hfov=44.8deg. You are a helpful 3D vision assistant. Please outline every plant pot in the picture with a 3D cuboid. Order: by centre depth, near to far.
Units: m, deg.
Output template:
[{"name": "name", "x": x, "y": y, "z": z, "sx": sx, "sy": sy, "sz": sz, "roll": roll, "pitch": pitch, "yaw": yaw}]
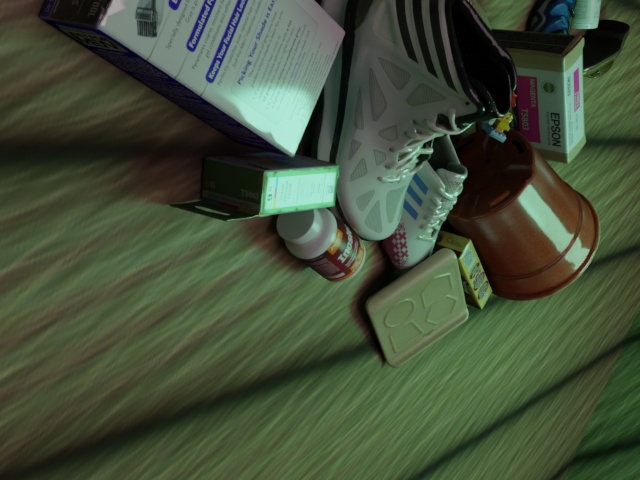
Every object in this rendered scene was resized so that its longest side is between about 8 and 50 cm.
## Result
[{"name": "plant pot", "x": 0.361, "y": -0.063, "z": 1.498, "sx": 0.265, "sy": 0.272, "sz": 0.272, "roll": 41, "pitch": 70, "yaw": -42}]

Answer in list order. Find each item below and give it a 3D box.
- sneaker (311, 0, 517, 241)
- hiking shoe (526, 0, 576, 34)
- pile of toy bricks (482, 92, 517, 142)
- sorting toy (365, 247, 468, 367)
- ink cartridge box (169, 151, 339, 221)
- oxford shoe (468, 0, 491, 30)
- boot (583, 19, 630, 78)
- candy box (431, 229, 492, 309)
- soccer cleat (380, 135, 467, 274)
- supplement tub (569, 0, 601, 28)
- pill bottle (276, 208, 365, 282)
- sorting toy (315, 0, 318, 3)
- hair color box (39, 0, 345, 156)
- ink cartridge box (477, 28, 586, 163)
[{"name": "sneaker", "x": 0.131, "y": -0.151, "z": 1.107, "sx": 0.169, "sy": 0.258, "sz": 0.447, "roll": -38, "pitch": 138, "yaw": -35}, {"name": "hiking shoe", "x": 0.492, "y": -0.386, "z": 1.625, "sx": 0.113, "sy": 0.132, "sz": 0.304, "roll": 35, "pitch": 76, "yaw": -53}, {"name": "pile of toy bricks", "x": 0.243, "y": -0.246, "z": 1.232, "sx": 0.212, "sy": 0.118, "sz": 0.105, "roll": 21, "pitch": 117, "yaw": -25}, {"name": "sorting toy", "x": 0.181, "y": 0.126, "z": 1.447, "sx": 0.193, "sy": 0.038, "sz": 0.208, "roll": -33, "pitch": 136, "yaw": -9}, {"name": "ink cartridge box", "x": -0.082, "y": -0.074, "z": 1.013, "sx": 0.209, "sy": 0.109, "sz": 0.062, "roll": -12, "pitch": 113, "yaw": -50}, {"name": "oxford shoe", "x": 0.207, "y": -0.351, "z": 1.279, "sx": 0.397, "sy": 0.141, "sz": 0.146, "roll": 44, "pitch": 44, "yaw": -61}, {"name": "boot", "x": 0.655, "y": -0.428, "z": 1.857, "sx": 0.305, "sy": 0.112, "sz": 0.115, "roll": -37, "pitch": 142, "yaw": -42}, {"name": "candy box", "x": 0.258, "y": 0.054, "z": 1.511, "sx": 0.053, "sy": 0.109, "sz": 0.186, "roll": -56, "pitch": 141, "yaw": -18}, {"name": "soccer cleat", "x": 0.180, "y": -0.072, "z": 1.330, "sx": 0.116, "sy": 0.143, "sz": 0.331, "roll": -34, "pitch": 130, "yaw": -41}, {"name": "supplement tub", "x": 0.597, "y": -0.537, "z": 1.756, "sx": 0.071, "sy": 0.071, "sz": 0.107, "roll": -26, "pitch": 124, "yaw": -45}, {"name": "pill bottle", "x": 0.000, "y": 0.000, "z": 1.170, "sx": 0.152, "sy": 0.086, "sz": 0.086, "roll": 38, "pitch": 73, "yaw": -52}, {"name": "sorting toy", "x": 0.044, "y": -0.363, "z": 1.129, "sx": 0.229, "sy": 0.041, "sz": 0.307, "roll": -2, "pitch": 111, "yaw": -53}, {"name": "hair color box", "x": -0.125, "y": -0.247, "z": 0.890, "sx": 0.339, "sy": 0.110, "sz": 0.185, "roll": 29, "pitch": 81, "yaw": -55}, {"name": "ink cartridge box", "x": 0.400, "y": -0.278, "z": 1.496, "sx": 0.088, "sy": 0.193, "sz": 0.234, "roll": -45, "pitch": 135, "yaw": -34}]
